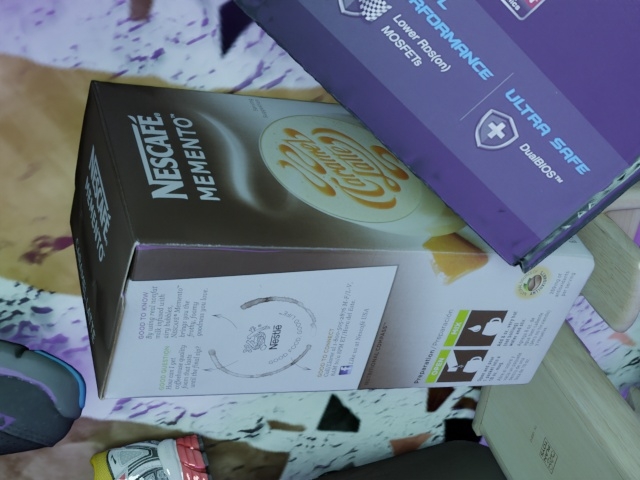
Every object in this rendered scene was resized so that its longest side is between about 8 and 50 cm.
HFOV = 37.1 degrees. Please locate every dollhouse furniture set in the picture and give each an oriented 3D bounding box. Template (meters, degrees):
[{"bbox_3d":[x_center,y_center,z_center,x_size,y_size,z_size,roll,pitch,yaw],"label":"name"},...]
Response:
[{"bbox_3d":[0.302,0.096,0.668,0.303,0.198,0.286,-5,126,-17],"label":"dollhouse furniture set"}]

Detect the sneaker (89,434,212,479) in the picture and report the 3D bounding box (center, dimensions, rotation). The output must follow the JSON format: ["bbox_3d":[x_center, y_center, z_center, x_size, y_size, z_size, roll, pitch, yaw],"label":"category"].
[{"bbox_3d":[-0.149,0.233,0.713,0.092,0.088,0.225,5,118,-22],"label":"sneaker"}]

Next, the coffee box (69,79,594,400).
[{"bbox_3d":[0.000,0.000,0.519,0.246,0.141,0.098,1,128,-25],"label":"coffee box"}]

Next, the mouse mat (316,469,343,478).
[{"bbox_3d":[0.018,0.275,0.864,0.152,0.007,0.190,15,123,-33],"label":"mouse mat"}]

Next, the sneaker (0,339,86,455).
[{"bbox_3d":[-0.291,0.120,0.485,0.340,0.140,0.125,-5,166,-12],"label":"sneaker"}]

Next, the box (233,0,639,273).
[{"bbox_3d":[0.091,-0.181,0.376,0.293,0.073,0.295,-41,109,18],"label":"box"}]

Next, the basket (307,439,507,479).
[{"bbox_3d":[0.058,0.232,0.702,0.204,0.154,0.227,-10,176,35],"label":"basket"}]
